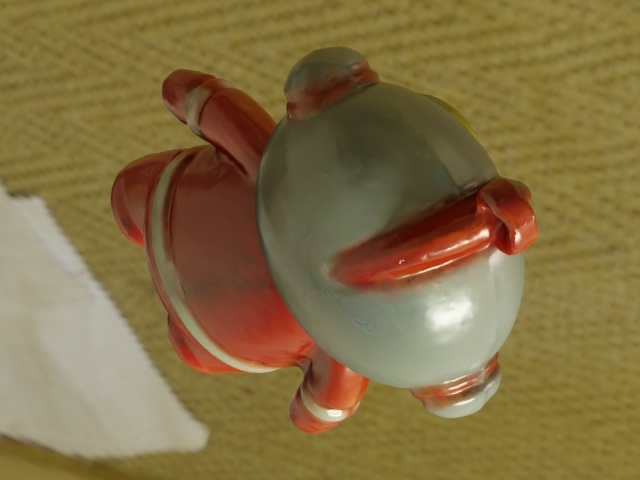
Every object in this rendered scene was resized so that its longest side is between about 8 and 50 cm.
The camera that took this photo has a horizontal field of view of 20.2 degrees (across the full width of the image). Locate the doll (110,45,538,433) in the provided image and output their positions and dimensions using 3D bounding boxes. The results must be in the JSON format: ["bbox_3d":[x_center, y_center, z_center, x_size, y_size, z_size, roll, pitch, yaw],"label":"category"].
[{"bbox_3d":[0.000,0.000,0.604,0.245,0.076,0.142,-12,105,59],"label":"doll"}]
